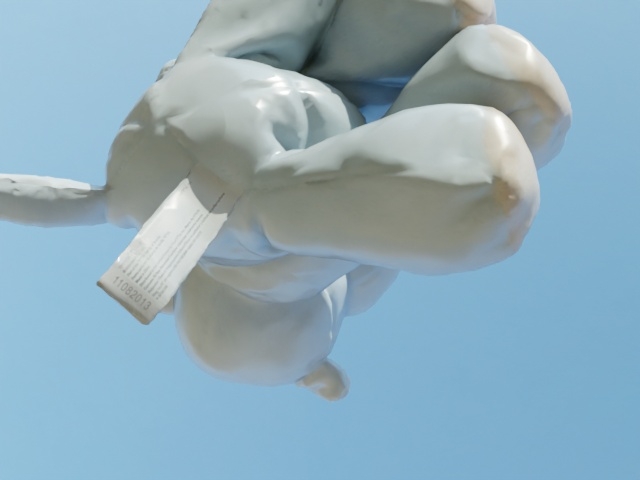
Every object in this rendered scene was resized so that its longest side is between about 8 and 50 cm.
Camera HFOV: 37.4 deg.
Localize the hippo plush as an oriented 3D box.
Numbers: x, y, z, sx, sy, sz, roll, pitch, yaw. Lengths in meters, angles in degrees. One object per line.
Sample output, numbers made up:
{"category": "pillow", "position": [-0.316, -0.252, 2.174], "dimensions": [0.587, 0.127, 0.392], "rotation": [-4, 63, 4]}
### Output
{"category": "hippo plush", "position": [0.000, 0.000, 0.532], "dimensions": [0.234, 0.294, 0.236], "rotation": [25, -35, 21]}
